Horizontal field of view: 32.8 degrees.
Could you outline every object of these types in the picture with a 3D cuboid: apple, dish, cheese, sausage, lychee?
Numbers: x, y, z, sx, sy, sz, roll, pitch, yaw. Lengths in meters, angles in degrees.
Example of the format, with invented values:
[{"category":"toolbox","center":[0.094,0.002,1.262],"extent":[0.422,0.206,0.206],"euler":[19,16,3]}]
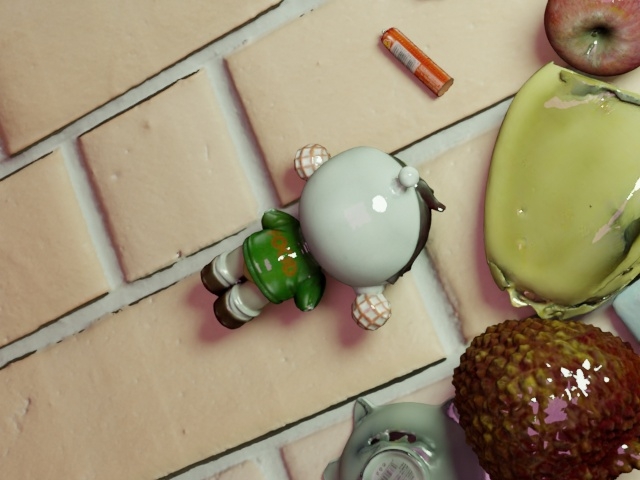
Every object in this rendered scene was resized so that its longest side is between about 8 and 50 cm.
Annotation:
[{"category":"apple","center":[0.365,-0.287,1.377],"extent":[0.154,0.153,0.120],"euler":[10,47,21]},{"category":"dish","center":[0.105,0.308,1.457],"extent":[0.236,0.086,0.227],"euler":[-28,77,16]},{"category":"cheese","center":[0.329,-0.051,1.388],"extent":[0.260,0.128,0.315],"euler":[22,92,31]},{"category":"sausage","center":[0.130,-0.254,1.520],"extent":[0.129,0.034,0.034],"euler":[45,101,18]},{"category":"lychee","center":[0.280,0.205,1.330],"extent":[0.271,0.236,0.235],"euler":[25,95,47]}]

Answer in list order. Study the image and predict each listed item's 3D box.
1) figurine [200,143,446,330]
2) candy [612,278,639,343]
[{"category":"figurine","center":[0.000,0.000,1.483],"extent":[0.370,0.167,0.281],"euler":[-29,72,25]},{"category":"candy","center":[0.465,0.106,1.348],"extent":[0.138,0.071,0.174],"euler":[-38,75,13]}]
